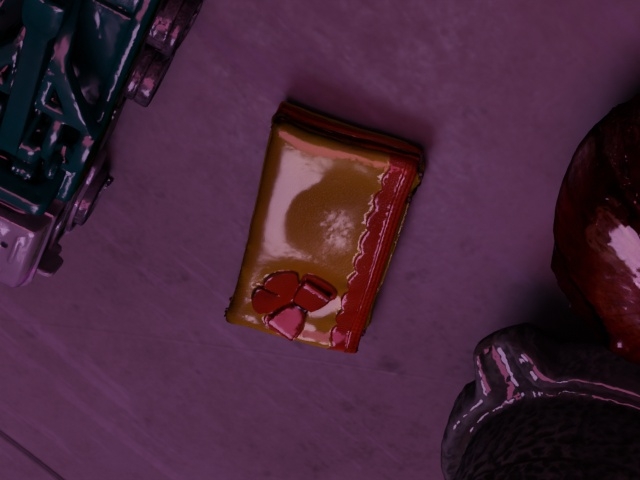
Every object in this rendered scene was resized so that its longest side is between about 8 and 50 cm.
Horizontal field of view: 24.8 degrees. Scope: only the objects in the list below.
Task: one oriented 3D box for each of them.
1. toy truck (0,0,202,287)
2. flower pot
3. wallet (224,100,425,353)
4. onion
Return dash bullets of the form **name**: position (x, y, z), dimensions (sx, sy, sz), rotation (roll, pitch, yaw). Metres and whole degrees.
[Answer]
- **toy truck**: position (-0.239, -0.121, 1.225), dimensions (0.177, 0.178, 0.363), rotation (28, 134, -4)
- **flower pot**: position (0.226, 0.212, 1.257), dimensions (0.299, 0.283, 0.299), rotation (12, 132, 14)
- **wallet**: position (0.000, 0.000, 1.306), dimensions (0.141, 0.067, 0.241), rotation (18, 130, 3)
- **onion**: position (0.289, 0.006, 1.109), dimensions (0.252, 0.219, 0.252), rotation (14, 130, 17)
